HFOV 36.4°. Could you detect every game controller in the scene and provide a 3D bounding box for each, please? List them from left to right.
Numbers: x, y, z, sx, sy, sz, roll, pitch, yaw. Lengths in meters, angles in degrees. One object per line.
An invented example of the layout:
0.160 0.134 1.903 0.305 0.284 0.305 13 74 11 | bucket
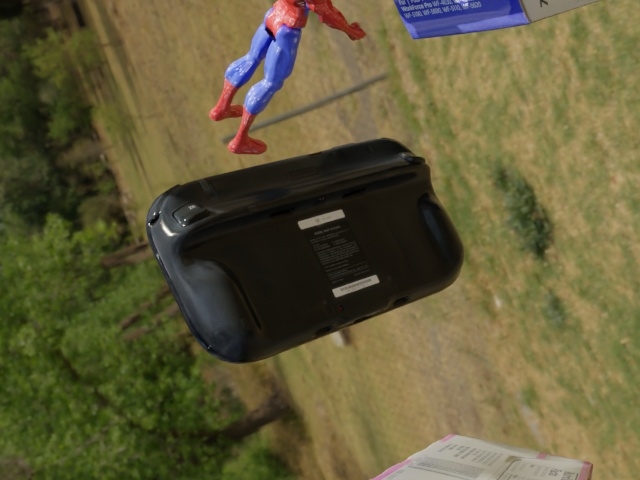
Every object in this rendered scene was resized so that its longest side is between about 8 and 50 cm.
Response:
0.000 0.000 0.891 0.067 0.319 0.167 -30 79 52 | game controller

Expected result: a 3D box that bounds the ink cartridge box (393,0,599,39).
0.215 -0.269 1.037 0.165 0.332 0.065 6 112 51 | ink cartridge box

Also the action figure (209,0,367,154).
-0.013 -0.221 1.026 0.091 0.139 0.280 57 142 26 | action figure

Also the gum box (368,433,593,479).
0.049 0.131 0.326 0.188 0.062 0.107 14 -95 -71 | gum box
